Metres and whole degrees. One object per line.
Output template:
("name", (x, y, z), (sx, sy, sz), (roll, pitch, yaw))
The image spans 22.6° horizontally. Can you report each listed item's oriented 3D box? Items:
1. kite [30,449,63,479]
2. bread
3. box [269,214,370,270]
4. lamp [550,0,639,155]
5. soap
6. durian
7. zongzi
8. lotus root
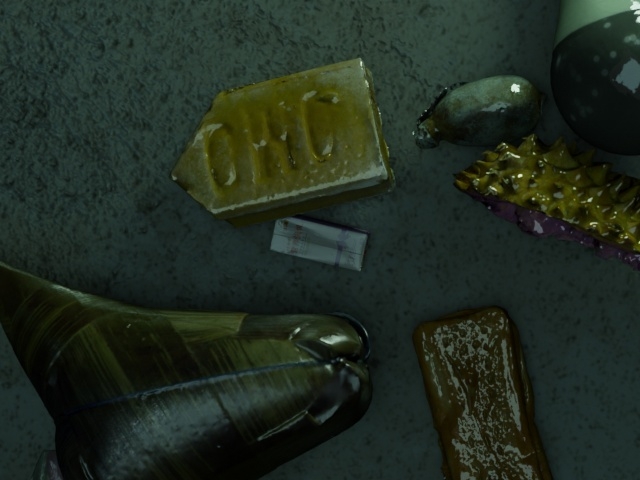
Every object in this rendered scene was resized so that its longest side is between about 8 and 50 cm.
("kite", (-0.221, 0.392, 2.031), (0.360, 0.022, 0.204), (12, 96, 12))
("bread", (0.193, 0.218, 1.920), (0.139, 0.077, 0.271), (-15, 91, 14))
("box", (0.000, 0.000, 1.954), (0.117, 0.036, 0.051), (15, 97, 9))
("lamp", (0.340, -0.243, 1.839), (0.182, 0.182, 0.314), (-17, 59, 10))
("soap", (-0.052, -0.109, 1.918), (0.257, 0.080, 0.160), (-14, 77, 9))
("durian", (0.316, -0.048, 1.831), (0.341, 0.191, 0.112), (22, 83, 8))
("zongzi", (-0.178, 0.107, 1.928), (0.403, 0.208, 0.432), (-30, 77, 5))
("lotus root", (0.188, -0.152, 1.884), (0.165, 0.088, 0.088), (-13, 93, 11))
